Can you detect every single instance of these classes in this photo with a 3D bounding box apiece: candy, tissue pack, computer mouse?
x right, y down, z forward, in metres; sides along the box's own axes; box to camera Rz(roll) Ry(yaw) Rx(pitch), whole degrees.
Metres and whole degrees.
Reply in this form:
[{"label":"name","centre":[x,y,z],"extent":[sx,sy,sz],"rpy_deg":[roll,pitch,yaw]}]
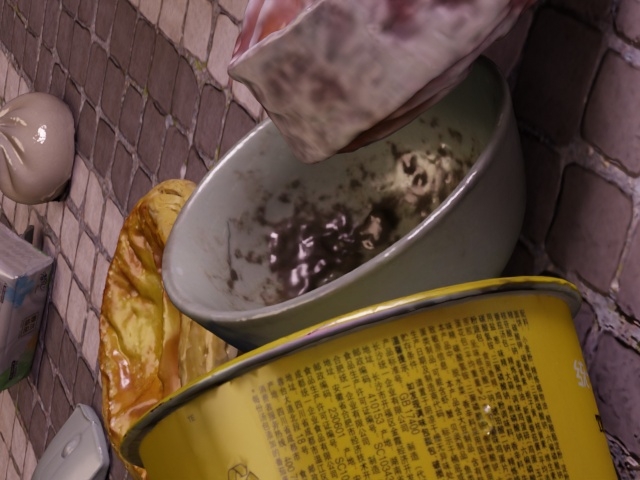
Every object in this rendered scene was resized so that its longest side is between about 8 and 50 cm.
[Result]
[{"label":"candy","centre":[0.057,-0.186,0.932],"extent":[0.289,0.157,0.214],"rpy_deg":[-43,13,11]},{"label":"tissue pack","centre":[-0.497,0.092,2.120],"extent":[0.159,0.145,0.229],"rpy_deg":[31,122,22]},{"label":"computer mouse","centre":[-0.353,0.335,1.877],"extent":[0.128,0.079,0.230],"rpy_deg":[53,131,47]}]

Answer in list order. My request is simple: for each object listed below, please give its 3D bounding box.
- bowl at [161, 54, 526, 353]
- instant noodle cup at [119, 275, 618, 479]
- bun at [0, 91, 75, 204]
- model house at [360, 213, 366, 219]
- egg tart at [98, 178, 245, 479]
[{"label":"bowl","centre":[0.040,0.002,1.012],"extent":[0.146,0.289,0.289],"rpy_deg":[54,168,-29]},{"label":"instant noodle cup","centre":[0.061,0.199,0.867],"extent":[0.325,0.326,0.254],"rpy_deg":[-46,59,52]},{"label":"bun","centre":[-0.438,-0.139,2.012],"extent":[0.173,0.120,0.172],"rpy_deg":[-12,76,60]},{"label":"model house","centre":[0.000,-0.007,1.181],"extent":[0.152,0.106,0.165],"rpy_deg":[-2,91,64]},{"label":"egg tart","centre":[-0.130,0.104,1.397],"extent":[0.341,0.132,0.341],"rpy_deg":[-9,80,63]}]
